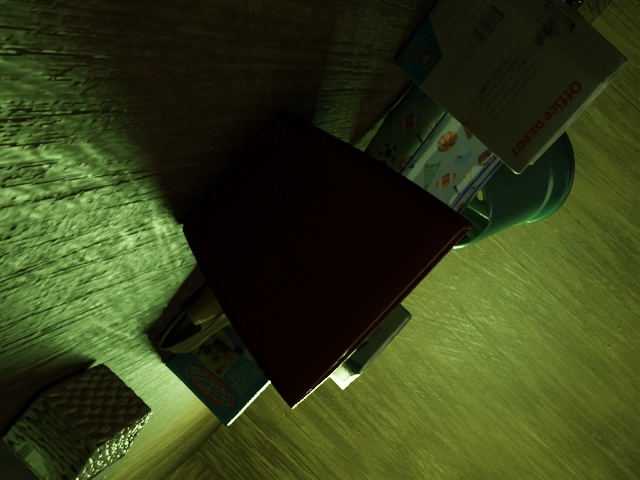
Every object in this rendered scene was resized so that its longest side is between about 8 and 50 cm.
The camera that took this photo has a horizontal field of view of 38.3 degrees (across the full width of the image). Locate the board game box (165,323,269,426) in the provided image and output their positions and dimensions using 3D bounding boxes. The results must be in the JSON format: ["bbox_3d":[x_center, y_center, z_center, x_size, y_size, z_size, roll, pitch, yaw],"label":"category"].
[{"bbox_3d":[-0.151,0.204,1.663,0.210,0.160,0.047,-46,173,5],"label":"board game box"}]

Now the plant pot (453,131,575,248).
[{"bbox_3d":[0.381,-0.152,2.223,0.334,0.341,0.341,-27,161,-44],"label":"plant pot"}]

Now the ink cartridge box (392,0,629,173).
[{"bbox_3d":[0.260,-0.242,1.245,0.171,0.233,0.168,-51,171,36],"label":"ink cartridge box"}]

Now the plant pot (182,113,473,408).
[{"bbox_3d":[0.000,0.000,1.090,0.267,0.236,0.267,-47,172,9],"label":"plant pot"}]

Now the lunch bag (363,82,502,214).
[{"bbox_3d":[0.212,-0.152,1.559,0.243,0.115,0.303,20,118,-45],"label":"lunch bag"}]

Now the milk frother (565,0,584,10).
[{"bbox_3d":[0.333,-0.410,1.373,0.135,0.129,0.143,111,-19,-73],"label":"milk frother"}]

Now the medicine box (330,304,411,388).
[{"bbox_3d":[0.010,0.126,1.733,0.149,0.263,0.289,-45,173,-14],"label":"medicine box"}]

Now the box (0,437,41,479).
[{"bbox_3d":[-0.384,0.278,1.016,0.102,0.087,0.101,-45,173,-5],"label":"box"}]

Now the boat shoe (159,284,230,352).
[{"bbox_3d":[-0.175,0.110,1.402,0.190,0.068,0.072,-49,161,21],"label":"boat shoe"}]

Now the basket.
[{"bbox_3d":[-0.305,0.240,1.167,0.103,0.113,0.167,-50,172,17],"label":"basket"}]

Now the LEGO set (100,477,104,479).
[{"bbox_3d":[-0.421,0.449,1.666,0.107,0.132,0.287,-52,170,-24],"label":"LEGO set"}]
